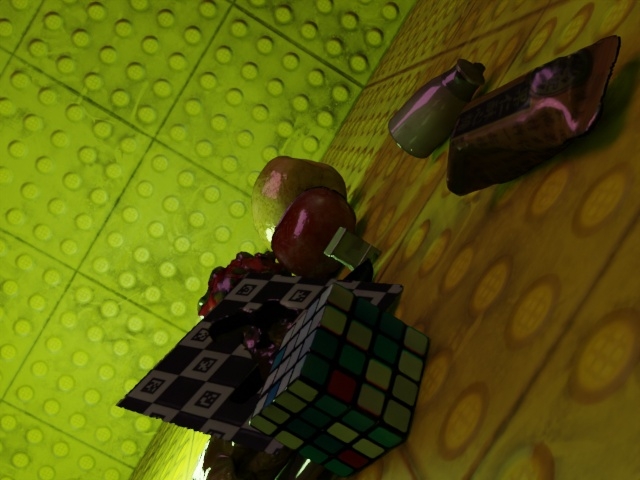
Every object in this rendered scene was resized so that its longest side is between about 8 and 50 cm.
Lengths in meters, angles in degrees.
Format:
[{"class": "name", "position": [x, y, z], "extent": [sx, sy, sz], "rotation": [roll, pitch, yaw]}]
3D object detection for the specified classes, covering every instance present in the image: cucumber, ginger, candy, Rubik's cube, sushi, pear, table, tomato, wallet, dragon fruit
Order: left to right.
[{"class": "ginger", "position": [-0.128, 0.402, 1.220], "extent": [0.236, 0.165, 0.376], "rotation": [-140, 64, -67]}, {"class": "dragon fruit", "position": [-0.168, 0.170, 1.789], "extent": [0.231, 0.236, 0.303], "rotation": [-48, -28, -57]}, {"class": "sushi", "position": [-0.085, 0.189, 1.174], "extent": [0.343, 0.064, 0.359], "rotation": [3, 36, 38]}, {"class": "pear", "position": [-0.059, -0.091, 1.951], "extent": [0.271, 0.271, 0.271], "rotation": [-57, 9, 14]}, {"class": "wallet", "position": [-0.011, 0.298, 1.041], "extent": [0.118, 0.038, 0.153], "rotation": [-62, -2, -51]}, {"class": "tomato", "position": [0.000, 0.000, 1.689], "extent": [0.214, 0.180, 0.155], "rotation": [-65, 25, 14]}, {"class": "cucumber", "position": [0.013, 0.134, 1.307], "extent": [0.284, 0.056, 0.056], "rotation": [-46, 2, -28]}, {"class": "Rubik's cube", "position": [0.024, 0.175, 0.933], "extent": [0.154, 0.151, 0.155], "rotation": [-49, 13, 45]}, {"class": "table", "position": [0.061, 0.022, 1.441], "extent": [0.062, 0.083, 0.079], "rotation": [-58, 8, 0]}, {"class": "candy", "position": [0.254, -0.148, 0.904], "extent": [0.271, 0.101, 0.143], "rotation": [-27, 39, 64]}]

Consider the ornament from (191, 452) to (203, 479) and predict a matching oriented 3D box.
[{"class": "ornament", "position": [-0.289, 0.578, 1.660], "extent": [0.201, 0.059, 0.180], "rotation": [-64, 7, -17]}]

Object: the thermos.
[{"class": "thermos", "position": [0.234, -0.260, 1.411], "extent": [0.137, 0.105, 0.193], "rotation": [-20, -22, -50]}]
